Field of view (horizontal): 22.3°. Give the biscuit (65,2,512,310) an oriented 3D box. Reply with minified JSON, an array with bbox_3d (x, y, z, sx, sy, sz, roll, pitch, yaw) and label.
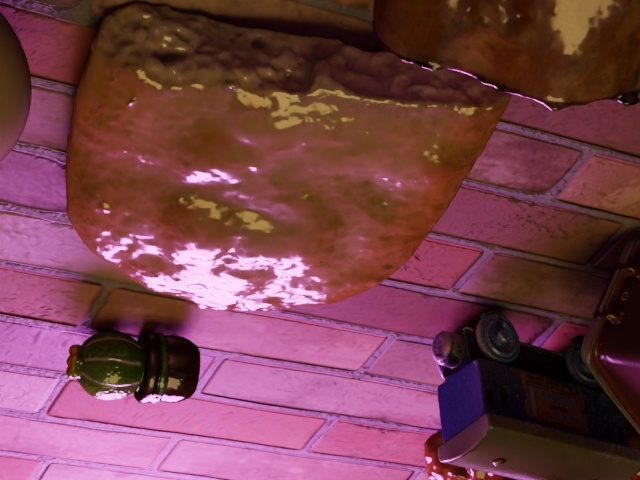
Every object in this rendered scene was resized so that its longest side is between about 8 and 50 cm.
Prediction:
[{"bbox_3d":[-0.074,-0.064,1.769,0.429,0.104,0.446,12,138,-18],"label":"biscuit"}]

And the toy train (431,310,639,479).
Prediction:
[{"bbox_3d":[0.276,0.219,2.146,0.300,0.202,0.131,16,142,-30],"label":"toy train"}]

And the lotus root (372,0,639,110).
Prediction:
[{"bbox_3d":[0.219,-0.293,1.416,0.316,0.316,0.250,3,133,-18],"label":"lotus root"}]

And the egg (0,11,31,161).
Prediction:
[{"bbox_3d":[-0.371,-0.157,1.528,0.186,0.186,0.241,-15,142,6],"label":"egg"}]

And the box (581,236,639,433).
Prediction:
[{"bbox_3d":[0.476,0.142,2.073,0.167,0.193,0.294,11,157,36],"label":"box"}]

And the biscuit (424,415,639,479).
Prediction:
[{"bbox_3d":[0.381,0.367,2.399,0.395,0.166,0.342,-18,144,8],"label":"biscuit"}]

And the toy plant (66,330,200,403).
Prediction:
[{"bbox_3d":[-0.237,0.157,2.042,0.162,0.092,0.093,6,139,-16],"label":"toy plant"}]
